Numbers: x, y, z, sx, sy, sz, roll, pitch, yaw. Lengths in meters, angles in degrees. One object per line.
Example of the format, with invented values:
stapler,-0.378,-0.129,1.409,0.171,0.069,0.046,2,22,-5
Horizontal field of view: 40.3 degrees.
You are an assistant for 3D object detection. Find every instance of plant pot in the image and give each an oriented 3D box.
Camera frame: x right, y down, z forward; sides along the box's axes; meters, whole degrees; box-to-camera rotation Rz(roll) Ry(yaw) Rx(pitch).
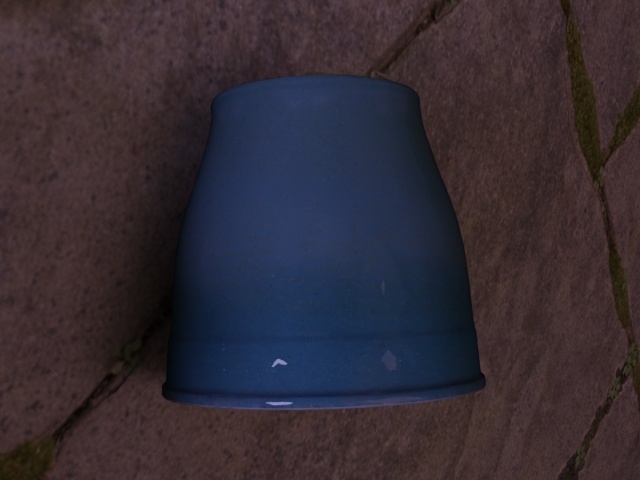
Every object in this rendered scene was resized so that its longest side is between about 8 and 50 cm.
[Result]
plant pot,0.000,0.000,0.749,0.272,0.272,0.255,2,86,-50

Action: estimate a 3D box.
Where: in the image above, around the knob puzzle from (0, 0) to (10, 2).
knob puzzle,-0.247,-0.237,0.546,0.213,0.030,0.213,-20,117,-46
